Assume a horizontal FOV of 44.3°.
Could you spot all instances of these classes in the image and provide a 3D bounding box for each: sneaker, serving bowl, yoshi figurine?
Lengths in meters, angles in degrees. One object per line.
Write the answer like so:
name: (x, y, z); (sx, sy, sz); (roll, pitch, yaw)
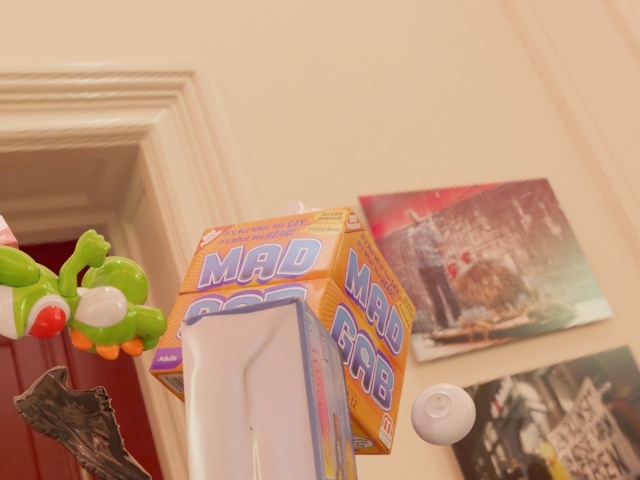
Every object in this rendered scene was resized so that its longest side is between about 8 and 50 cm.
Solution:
sneaker: (-0.405, 0.336, 1.407); (0.130, 0.286, 0.109); (-51, 3, -25)
serving bowl: (0.152, 0.214, 0.991); (0.083, 0.083, 0.027); (-23, -46, 7)
yoshi figurine: (-0.426, 0.077, 1.275); (0.362, 0.203, 0.203); (21, -17, -28)

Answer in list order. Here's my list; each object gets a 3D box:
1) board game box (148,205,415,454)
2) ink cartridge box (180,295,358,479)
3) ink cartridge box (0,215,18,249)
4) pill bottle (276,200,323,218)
board game box: (-0.056, 0.198, 1.604); (0.357, 0.356, 0.356); (-8, -43, 28)
ink cartridge box: (-0.042, 0.250, 0.998); (0.151, 0.270, 0.395); (-8, -18, 5)
ink cartridge box: (-0.667, 0.023, 1.437); (0.198, 0.115, 0.067); (-15, -55, -32)
pill bottle: (0.000, 0.000, 1.828); (0.124, 0.124, 0.221); (-30, -44, 25)
